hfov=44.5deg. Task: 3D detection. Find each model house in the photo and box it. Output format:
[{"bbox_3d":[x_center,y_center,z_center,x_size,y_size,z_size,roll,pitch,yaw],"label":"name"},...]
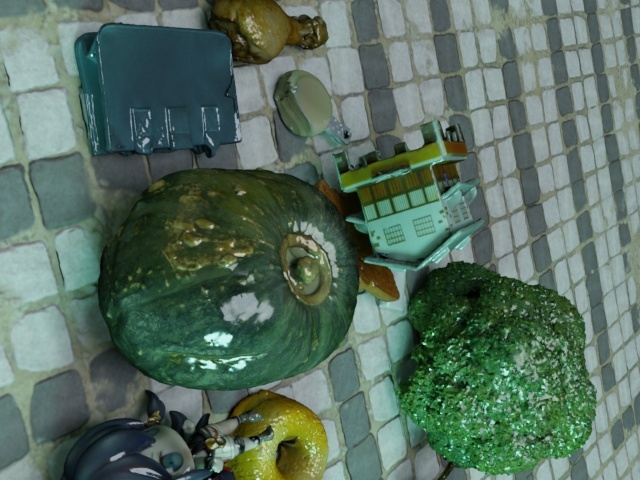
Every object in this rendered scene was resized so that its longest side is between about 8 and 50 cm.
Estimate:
[{"bbox_3d":[0.157,-0.068,1.293,0.224,0.198,0.215,-16,91,-69],"label":"model house"}]

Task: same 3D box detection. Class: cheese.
[{"bbox_3d":[-0.009,-0.203,1.273,0.171,0.047,0.092,52,54,-32],"label":"cheese"}]

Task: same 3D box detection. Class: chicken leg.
[{"bbox_3d":[-0.068,-0.323,1.195,0.251,0.087,0.107,-17,111,-53],"label":"chicken leg"}]

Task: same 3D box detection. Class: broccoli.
[{"bbox_3d":[0.315,0.236,1.420,0.413,0.310,0.321,45,42,7],"label":"broccoli"}]

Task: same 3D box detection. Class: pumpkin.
[{"bbox_3d":[-0.116,0.043,0.989,0.327,0.257,0.292,10,66,-47],"label":"pumpkin"}]

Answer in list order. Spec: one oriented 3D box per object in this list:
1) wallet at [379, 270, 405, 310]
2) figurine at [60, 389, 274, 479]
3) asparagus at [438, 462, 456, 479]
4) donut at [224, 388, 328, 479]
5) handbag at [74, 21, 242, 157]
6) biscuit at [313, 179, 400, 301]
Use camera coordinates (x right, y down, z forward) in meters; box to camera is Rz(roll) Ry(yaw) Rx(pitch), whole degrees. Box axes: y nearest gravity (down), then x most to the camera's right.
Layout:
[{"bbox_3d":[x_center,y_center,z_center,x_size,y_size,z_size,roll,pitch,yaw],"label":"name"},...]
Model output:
[{"bbox_3d":[0.134,0.064,1.427,0.061,0.025,0.122,15,76,-44],"label":"wallet"},{"bbox_3d":[-0.188,0.297,0.967,0.265,0.175,0.197,17,80,-37],"label":"figurine"},{"bbox_3d":[0.228,0.469,1.511,0.166,0.013,0.016,-34,135,-42],"label":"asparagus"},{"bbox_3d":[-0.060,0.318,1.166,0.190,0.074,0.174,54,52,-31],"label":"donut"},{"bbox_3d":[-0.210,-0.194,1.052,0.229,0.062,0.179,-14,101,-47],"label":"handbag"},{"bbox_3d":[0.060,0.008,1.313,0.280,0.043,0.183,55,32,-36],"label":"biscuit"}]
